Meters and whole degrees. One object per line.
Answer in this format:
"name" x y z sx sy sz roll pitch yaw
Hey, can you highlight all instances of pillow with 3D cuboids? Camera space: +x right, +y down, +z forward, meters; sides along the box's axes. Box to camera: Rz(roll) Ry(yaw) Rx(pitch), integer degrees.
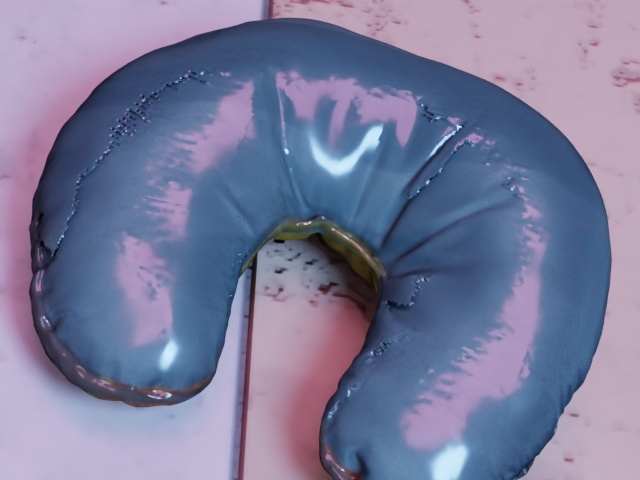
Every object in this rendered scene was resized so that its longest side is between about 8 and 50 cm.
"pillow" 0.000 0.000 0.781 0.233 0.086 0.214 22 51 7
